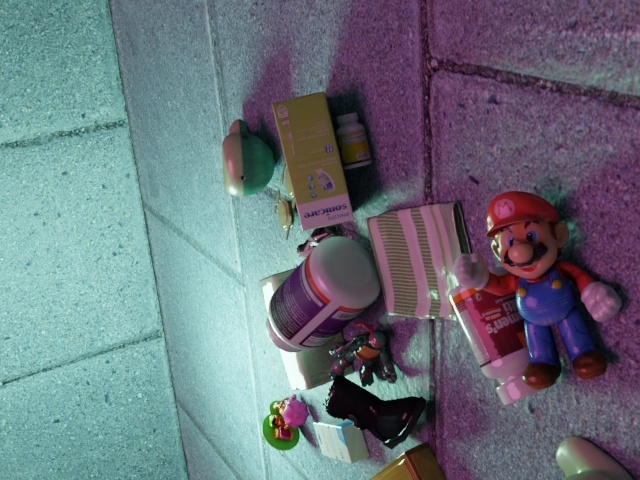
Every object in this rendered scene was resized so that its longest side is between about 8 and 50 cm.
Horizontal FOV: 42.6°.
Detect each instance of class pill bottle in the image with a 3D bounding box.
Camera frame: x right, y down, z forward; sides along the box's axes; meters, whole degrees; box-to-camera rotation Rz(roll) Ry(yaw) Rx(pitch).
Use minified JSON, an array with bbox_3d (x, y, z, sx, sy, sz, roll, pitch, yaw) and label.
[{"bbox_3d":[0.322,0.169,1.453,0.221,0.121,0.121,66,153,15],"label":"pill bottle"},{"bbox_3d":[-0.006,0.141,1.945,0.323,0.182,0.181,-47,62,45],"label":"pill bottle"},{"bbox_3d":[0.070,-0.217,1.790,0.065,0.065,0.116,0,104,63],"label":"pill bottle"}]

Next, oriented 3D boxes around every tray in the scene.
[{"bbox_3d":[0.203,0.659,2.024,0.202,0.076,0.411,63,151,21],"label":"tray"}]

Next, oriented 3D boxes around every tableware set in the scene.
[{"bbox_3d":[-0.074,-0.111,2.167,0.128,0.039,0.194,-116,31,-45],"label":"tableware set"}]

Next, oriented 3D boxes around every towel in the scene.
[{"bbox_3d":[0.208,0.052,1.707,0.325,0.038,0.247,-4,100,64],"label":"towel"}]

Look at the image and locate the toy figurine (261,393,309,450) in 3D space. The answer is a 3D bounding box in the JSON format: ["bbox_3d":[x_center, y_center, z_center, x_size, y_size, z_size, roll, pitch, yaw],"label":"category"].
[{"bbox_3d":[-0.093,0.533,2.527,0.159,0.130,0.173,125,150,-42],"label":"toy figurine"}]

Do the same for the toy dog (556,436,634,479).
[{"bbox_3d":[0.356,0.560,1.286,0.395,0.408,0.284,31,132,55],"label":"toy dog"}]

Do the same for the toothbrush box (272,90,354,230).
[{"bbox_3d":[-0.016,-0.175,1.835,0.206,0.122,0.283,-89,-13,-85],"label":"toothbrush box"}]

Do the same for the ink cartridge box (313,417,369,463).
[{"bbox_3d":[0.055,0.544,2.259,0.180,0.060,0.104,-13,93,64],"label":"ink cartridge box"}]

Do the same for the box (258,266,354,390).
[{"bbox_3d":[-0.040,0.227,2.171,0.121,0.148,0.311,-25,81,64],"label":"box"}]

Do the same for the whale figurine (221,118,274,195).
[{"bbox_3d":[-0.201,-0.236,2.274,0.272,0.141,0.216,-102,11,-59],"label":"whale figurine"}]

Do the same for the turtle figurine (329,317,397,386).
[{"bbox_3d":[0.108,0.275,1.950,0.175,0.118,0.234,27,147,0],"label":"turtle figurine"}]

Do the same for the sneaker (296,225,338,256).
[{"bbox_3d":[0.000,0.000,2.068,0.178,0.072,0.077,-10,84,56],"label":"sneaker"}]

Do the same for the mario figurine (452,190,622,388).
[{"bbox_3d":[0.338,0.078,1.301,0.170,0.198,0.320,171,79,-76],"label":"mario figurine"}]

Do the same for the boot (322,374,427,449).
[{"bbox_3d":[0.116,0.384,1.907,0.207,0.094,0.246,30,149,3],"label":"boot"}]
